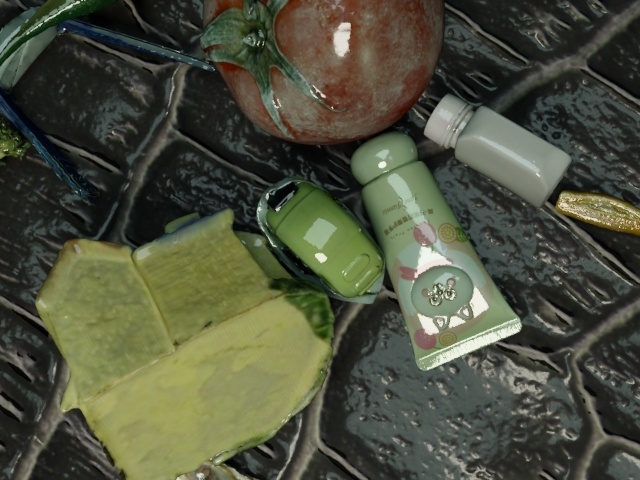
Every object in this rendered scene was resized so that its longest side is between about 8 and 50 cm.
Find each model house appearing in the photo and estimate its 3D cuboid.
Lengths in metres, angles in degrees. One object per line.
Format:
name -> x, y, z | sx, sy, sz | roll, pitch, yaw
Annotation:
model house -> -0.179, 0.113, 1.055 | 0.321, 0.261, 0.266 | -27, 51, -16

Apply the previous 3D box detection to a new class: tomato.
tomato -> 0.000, -0.278, 1.043 | 0.283, 0.316, 0.316 | -24, 74, -39

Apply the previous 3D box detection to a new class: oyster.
oyster -> -0.146, 0.331, 1.075 | 0.166, 0.053, 0.108 | 20, 63, 17

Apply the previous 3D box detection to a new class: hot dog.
hot dog -> 0.381, -0.038, 1.098 | 0.137, 0.028, 0.044 | 16, 107, 11

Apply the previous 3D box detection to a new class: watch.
watch -> -0.326, -0.242, 1.196 | 0.276, 0.068, 0.274 | -44, 77, -4

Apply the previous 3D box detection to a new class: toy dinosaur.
toy dinosaur -> -0.252, -0.361, 1.188 | 0.301, 0.087, 0.447 | 33, 92, -24

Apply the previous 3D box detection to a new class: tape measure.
tape measure -> 0.000, 0.000, 1.059 | 0.106, 0.175, 0.200 | -43, 78, 0

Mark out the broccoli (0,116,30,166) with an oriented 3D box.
broccoli -> -0.580, -0.037, 1.137 | 0.252, 0.221, 0.361 | 22, 83, -24

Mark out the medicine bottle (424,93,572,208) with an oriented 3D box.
medicine bottle -> 0.229, -0.119, 1.084 | 0.183, 0.119, 0.069 | 32, 84, 13

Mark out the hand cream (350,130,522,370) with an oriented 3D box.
hand cream -> 0.134, 0.006, 1.095 | 0.147, 0.093, 0.305 | -26, 84, 13
